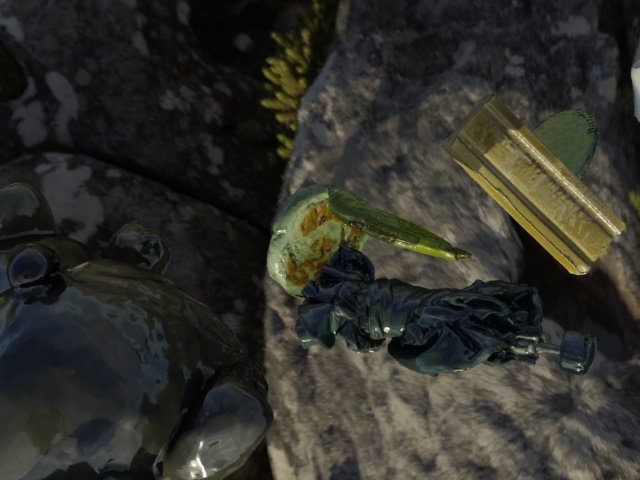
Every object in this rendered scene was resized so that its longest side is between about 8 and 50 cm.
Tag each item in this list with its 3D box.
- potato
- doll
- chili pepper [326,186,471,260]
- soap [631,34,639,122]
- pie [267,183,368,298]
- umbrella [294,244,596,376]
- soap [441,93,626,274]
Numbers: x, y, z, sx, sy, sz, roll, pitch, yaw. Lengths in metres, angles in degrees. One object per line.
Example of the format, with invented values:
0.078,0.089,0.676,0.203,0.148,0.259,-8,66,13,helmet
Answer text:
0.352,-0.111,1.380,0.120,0.054,0.197,2,52,32,potato
-0.161,0.147,0.754,0.252,0.378,0.382,-42,42,-8,doll
0.093,-0.014,1.178,0.208,0.049,0.043,26,80,8,chili pepper
0.343,-0.164,0.811,0.122,0.183,0.063,-3,117,26,soap
0.000,0.000,1.689,0.054,0.240,0.240,37,92,42,pie
0.137,0.090,1.058,0.349,0.094,0.143,11,68,27,umbrella
0.276,-0.070,1.187,0.252,0.037,0.092,43,85,-9,soap
